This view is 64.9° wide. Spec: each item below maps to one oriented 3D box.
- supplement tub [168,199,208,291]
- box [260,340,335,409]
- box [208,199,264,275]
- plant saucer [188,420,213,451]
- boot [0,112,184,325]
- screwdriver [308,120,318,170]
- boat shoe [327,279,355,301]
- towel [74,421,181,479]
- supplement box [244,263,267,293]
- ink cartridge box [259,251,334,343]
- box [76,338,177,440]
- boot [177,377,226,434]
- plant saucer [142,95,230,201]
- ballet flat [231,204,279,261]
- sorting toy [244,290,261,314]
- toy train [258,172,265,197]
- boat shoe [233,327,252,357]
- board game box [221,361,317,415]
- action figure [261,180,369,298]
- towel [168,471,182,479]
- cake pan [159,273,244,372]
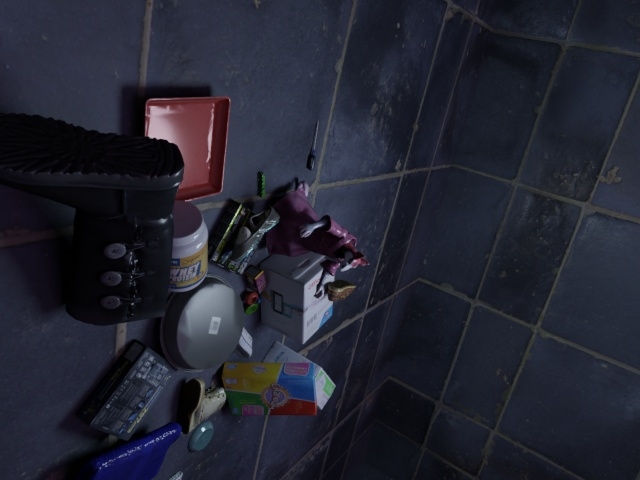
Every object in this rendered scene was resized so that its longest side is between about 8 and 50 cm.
[{"bbox_3d":[-0.346,0.015,1.219,0.144,0.144,0.200,-44,159,-37],"label":"supplement tub"},{"bbox_3d":[-0.088,0.552,2.041,0.127,0.231,0.262,-56,150,-20],"label":"box"},{"bbox_3d":[-0.253,-0.003,1.525,0.191,0.045,0.184,-63,150,-7],"label":"box"},{"bbox_3d":[-0.418,0.700,1.788,0.119,0.021,0.119,-40,142,-41],"label":"plant saucer"},{"bbox_3d":[-0.474,-0.009,0.991,0.445,0.367,0.146,115,-23,-44],"label":"boot"},{"bbox_3d":[-0.018,-0.323,1.725,0.024,0.025,0.170,-18,127,-56],"label":"screwdriver"},{"bbox_3d":[0.071,0.180,1.804,0.178,0.064,0.060,-4,114,-63],"label":"boat shoe"},{"bbox_3d":[-0.552,0.630,1.402,0.228,0.076,0.308,-59,157,15],"label":"towel"},{"bbox_3d":[-0.217,0.129,1.678,0.043,0.055,0.083,-46,145,-33],"label":"supplement box"},{"bbox_3d":[-0.081,0.180,1.802,0.198,0.197,0.270,-38,141,-45],"label":"ink cartridge box"},{"bbox_3d":[-0.510,0.405,1.356,0.233,0.059,0.183,-57,151,-21],"label":"box"},{"bbox_3d":[-0.380,0.515,1.656,0.165,0.077,0.213,-18,131,-55],"label":"boot"},{"bbox_3d":[-0.332,-0.219,1.214,0.259,0.047,0.258,-24,130,-52],"label":"plant saucer"},{"bbox_3d":[-0.205,-0.027,1.490,0.213,0.072,0.068,-49,120,-32],"label":"ballet flat"},{"bbox_3d":[-0.239,0.205,1.723,0.061,0.042,0.102,-23,144,-33],"label":"sorting toy"},{"bbox_3d":[-0.180,-0.173,1.555,0.024,0.017,0.083,-46,147,-53],"label":"toy train"},{"bbox_3d":[-0.290,0.314,1.686,0.226,0.083,0.076,72,20,-51],"label":"boat shoe"},{"bbox_3d":[-0.175,0.532,1.798,0.064,0.316,0.242,-88,176,-50],"label":"board game box"},{"bbox_3d":[0.000,0.000,1.626,0.276,0.370,0.248,-42,147,-46],"label":"action figure"},{"bbox_3d":[-0.524,0.886,1.738,0.113,0.023,0.152,-23,130,-53],"label":"towel"},{"bbox_3d":[-0.331,0.245,1.474,0.293,0.054,0.293,-11,104,-52],"label":"cake pan"}]
